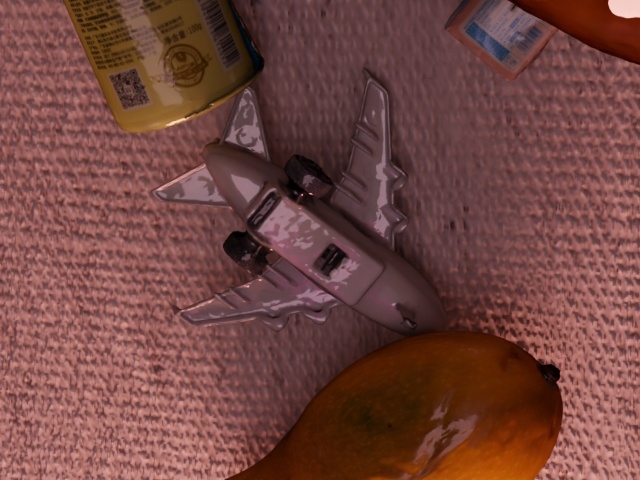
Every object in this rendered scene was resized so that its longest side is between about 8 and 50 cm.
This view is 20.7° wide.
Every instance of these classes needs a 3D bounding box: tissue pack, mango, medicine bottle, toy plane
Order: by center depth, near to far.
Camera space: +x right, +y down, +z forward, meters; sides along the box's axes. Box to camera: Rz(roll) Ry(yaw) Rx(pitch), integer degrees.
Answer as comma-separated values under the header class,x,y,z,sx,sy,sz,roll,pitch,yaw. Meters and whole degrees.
class,x,y,z,sx,sy,sz,roll,pitch,yaw
tissue pack,0.148,-0.174,1.299,0.074,0.059,0.094,40,114,-4
medicine bottle,-0.142,-0.207,1.313,0.124,0.124,0.238,-18,107,17
toy plane,-0.001,0.001,1.379,0.255,0.101,0.251,39,103,-6
mango,0.050,0.189,1.416,0.187,0.144,0.359,28,131,-25

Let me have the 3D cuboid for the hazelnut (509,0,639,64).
class,x,y,z,sx,sy,sz,roll,pitch,yaw
hazelnut,0.203,-0.316,1.072,0.429,0.402,0.402,34,116,15
